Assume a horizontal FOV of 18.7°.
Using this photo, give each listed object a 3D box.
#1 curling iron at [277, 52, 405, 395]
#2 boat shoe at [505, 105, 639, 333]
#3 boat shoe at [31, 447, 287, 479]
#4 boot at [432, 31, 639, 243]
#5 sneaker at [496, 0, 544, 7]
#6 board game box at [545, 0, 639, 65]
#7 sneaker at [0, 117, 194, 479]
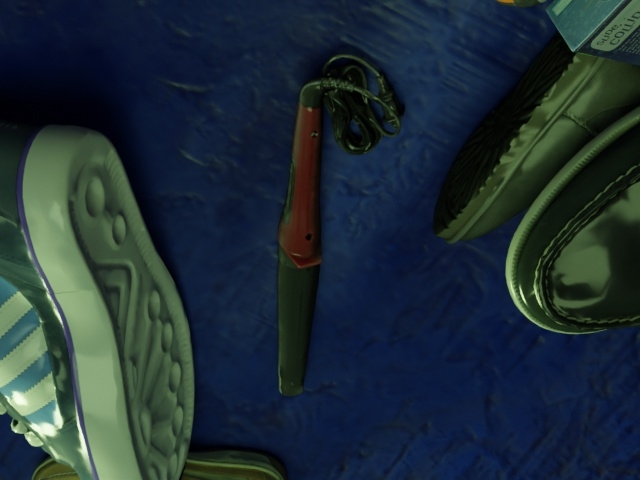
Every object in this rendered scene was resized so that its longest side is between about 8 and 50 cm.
[{"bbox_3d":[0.000,0.000,1.285,0.068,0.035,0.274,13,125,-1],"label":"curling iron"},{"bbox_3d":[0.270,-0.032,1.125,0.340,0.113,0.127,-22,108,2],"label":"boat shoe"},{"bbox_3d":[-0.122,0.187,1.407,0.190,0.072,0.068,-3,124,10],"label":"boat shoe"},{"bbox_3d":[0.201,-0.026,1.225,0.208,0.076,0.189,29,122,-19],"label":"boot"},{"bbox_3d":[0.003,-0.252,1.077,0.180,0.124,0.321,-22,108,26],"label":"sneaker"},{"bbox_3d":[0.237,-0.176,1.086,0.136,0.035,0.201,6,137,-47],"label":"board game box"},{"bbox_3d":[-0.229,0.051,1.310,0.236,0.130,0.323,2,130,19],"label":"sneaker"}]
